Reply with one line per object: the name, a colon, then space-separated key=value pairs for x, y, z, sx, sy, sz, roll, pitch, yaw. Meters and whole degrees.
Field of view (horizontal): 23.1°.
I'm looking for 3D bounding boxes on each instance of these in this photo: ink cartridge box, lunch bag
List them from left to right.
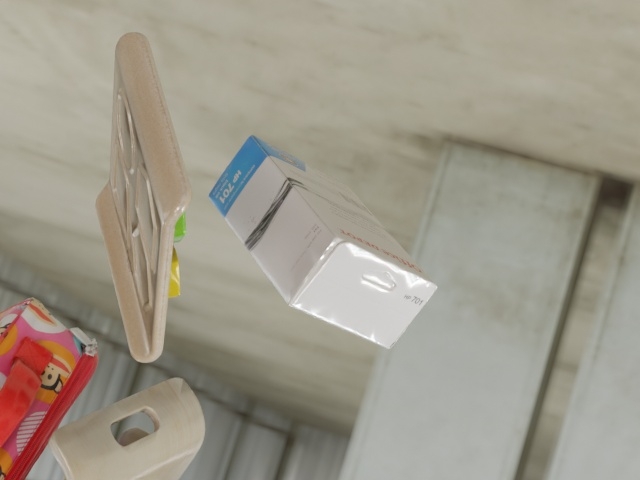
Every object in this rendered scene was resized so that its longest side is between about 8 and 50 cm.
lunch bag: x=-0.327 y=0.188 z=1.414 sx=0.120 sy=0.293 sz=0.258 roll=41 pitch=136 yaw=-13
ink cartridge box: x=0.000 y=0.000 z=1.450 sx=0.140 sy=0.082 sz=0.190 roll=26 pitch=-163 yaw=-40

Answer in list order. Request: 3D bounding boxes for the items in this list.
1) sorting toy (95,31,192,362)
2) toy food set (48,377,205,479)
sorting toy: x=-0.140 y=-0.033 z=1.270 sx=0.038 sy=0.193 sz=0.208 roll=-5 pitch=142 yaw=-19
toy food set: x=-0.246 y=0.260 z=1.380 sx=0.092 sy=0.306 sz=0.220 roll=40 pitch=-159 yaw=14
